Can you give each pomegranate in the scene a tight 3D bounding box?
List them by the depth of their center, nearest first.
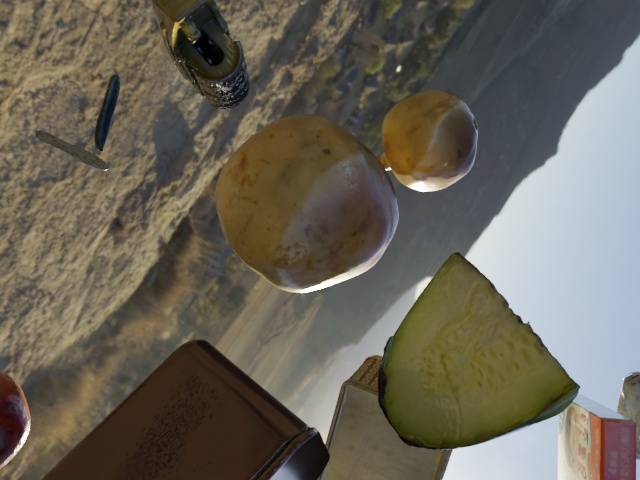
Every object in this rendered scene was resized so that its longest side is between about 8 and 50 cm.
[{"bbox_3d":[-0.032,-0.054,1.066,0.342,0.343,0.342,-56,170,-15],"label":"pomegranate"},{"bbox_3d":[0.241,-0.219,1.267,0.233,0.233,0.233,-56,170,-15],"label":"pomegranate"}]

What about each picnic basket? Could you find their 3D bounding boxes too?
[{"bbox_3d":[0.131,0.413,1.117,0.175,0.228,0.312,-16,122,-68],"label":"picnic basket"}]

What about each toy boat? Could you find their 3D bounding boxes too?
[{"bbox_3d":[-0.112,-0.190,0.579,0.068,0.088,0.226,-40,-178,-3],"label":"toy boat"}]

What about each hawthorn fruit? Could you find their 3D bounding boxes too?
[{"bbox_3d":[-0.574,0.300,0.944,0.189,0.189,0.189,-56,170,-15],"label":"hawthorn fruit"}]

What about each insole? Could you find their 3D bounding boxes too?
[{"bbox_3d":[-0.642,-0.233,1.490,0.006,0.194,0.065,-55,-159,23],"label":"insole"}]

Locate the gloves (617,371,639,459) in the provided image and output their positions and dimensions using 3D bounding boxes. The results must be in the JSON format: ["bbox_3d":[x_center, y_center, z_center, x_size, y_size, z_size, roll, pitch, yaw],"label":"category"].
[{"bbox_3d":[0.568,0.303,0.987,0.070,0.115,0.153,146,-47,-64],"label":"gloves"}]

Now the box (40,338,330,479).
[{"bbox_3d":[-0.186,0.341,0.797,0.339,0.229,0.239,-45,152,-18],"label":"box"}]

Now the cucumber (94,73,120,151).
[{"bbox_3d":[-0.504,-0.302,1.354,0.036,0.033,0.184,-16,125,-79],"label":"cucumber"}]

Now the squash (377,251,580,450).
[{"bbox_3d":[0.163,0.168,0.718,0.155,0.236,0.204,-17,133,-11],"label":"squash"}]

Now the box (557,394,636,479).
[{"bbox_3d":[0.385,0.371,0.820,0.265,0.048,0.273,37,56,-75],"label":"box"}]
